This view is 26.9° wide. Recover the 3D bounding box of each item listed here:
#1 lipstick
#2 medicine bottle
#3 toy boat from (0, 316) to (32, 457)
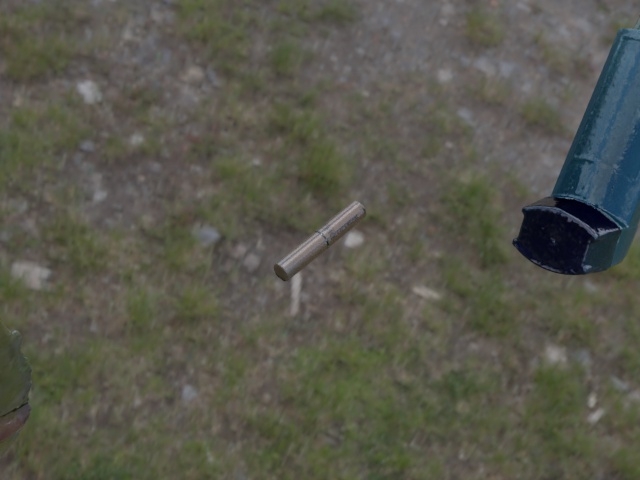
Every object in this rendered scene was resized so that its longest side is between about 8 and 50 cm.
[{"bbox_3d":[0.000,0.000,1.109,0.019,0.019,0.094,41,63,18],"label":"lipstick"},{"bbox_3d":[0.261,-0.088,1.163,0.079,0.258,0.124,25,4,31],"label":"medicine bottle"},{"bbox_3d":[-0.274,0.083,0.686,0.293,0.276,0.111,1,59,16],"label":"toy boat"}]
